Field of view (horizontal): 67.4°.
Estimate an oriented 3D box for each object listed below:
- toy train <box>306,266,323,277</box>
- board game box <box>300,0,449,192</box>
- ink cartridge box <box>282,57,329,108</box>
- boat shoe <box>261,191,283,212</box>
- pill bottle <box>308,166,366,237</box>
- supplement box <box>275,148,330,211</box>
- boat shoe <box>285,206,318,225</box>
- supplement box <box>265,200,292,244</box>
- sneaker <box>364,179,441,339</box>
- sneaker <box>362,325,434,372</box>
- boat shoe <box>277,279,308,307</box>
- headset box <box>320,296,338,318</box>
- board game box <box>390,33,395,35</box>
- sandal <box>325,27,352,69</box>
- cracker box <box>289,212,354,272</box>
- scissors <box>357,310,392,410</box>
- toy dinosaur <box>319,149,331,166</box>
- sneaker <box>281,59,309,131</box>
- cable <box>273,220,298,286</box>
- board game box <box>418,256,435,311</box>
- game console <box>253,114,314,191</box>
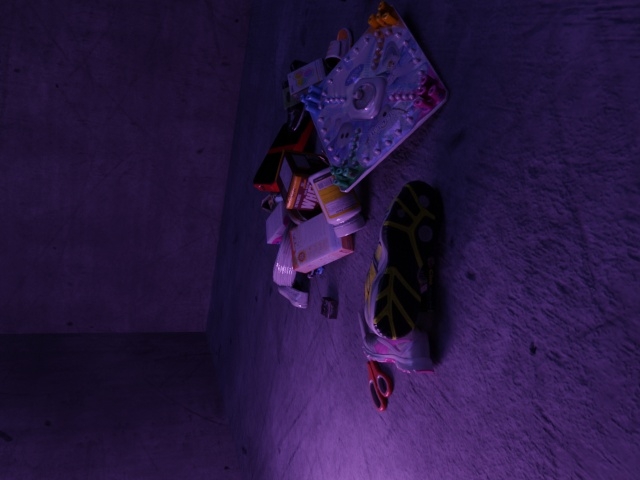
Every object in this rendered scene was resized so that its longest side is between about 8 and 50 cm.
[{"bbox_3d":[-0.026,0.044,1.782,0.105,0.080,0.184,-126,44,-65],"label":"toy train"},{"bbox_3d":[0.119,-0.398,1.331,0.390,0.050,0.390,-41,53,33],"label":"board game box"},{"bbox_3d":[-0.066,-0.602,1.844,0.209,0.062,0.109,-19,61,19],"label":"ink cartridge box"},{"bbox_3d":[-0.180,-0.168,2.144,0.302,0.103,0.113,158,113,-65],"label":"boat shoe"},{"bbox_3d":[0.055,-0.123,1.478,0.209,0.119,0.119,66,158,-7],"label":"pill bottle"},{"bbox_3d":[-0.038,-0.210,1.701,0.194,0.191,0.129,-113,35,-48],"label":"supplement box"},{"bbox_3d":[-0.071,-0.165,1.869,0.117,0.123,0.324,-66,30,30],"label":"boat shoe"},{"bbox_3d":[-0.150,-0.071,2.047,0.220,0.111,0.114,135,134,-58],"label":"supplement box"},{"bbox_3d":[0.176,0.037,1.151,0.385,0.145,0.147,-71,15,-10],"label":"sneaker"},{"bbox_3d":[0.196,0.254,1.207,0.252,0.102,0.111,-1,81,61],"label":"sneaker"},{"bbox_3d":[-0.104,0.199,1.955,0.227,0.079,0.081,32,106,59],"label":"boat shoe"},{"bbox_3d":[0.032,0.235,1.667,0.083,0.032,0.062,-162,77,-68],"label":"headset box"},{"bbox_3d":[0.208,-0.491,1.359,0.169,0.033,0.133,-48,64,44],"label":"board game box"},{"bbox_3d":[0.058,-0.624,1.690,0.102,0.076,0.266,173,100,-66],"label":"sandal"},{"bbox_3d":[0.000,0.000,1.635,0.232,0.067,0.156,-26,60,38],"label":"cracker box"},{"bbox_3d":[0.140,0.349,1.406,0.297,0.021,0.109,-114,33,-45],"label":"scissors"},{"bbox_3d":[0.079,-0.342,1.549,0.200,0.127,0.296,163,115,-73],"label":"toy dinosaur"},{"bbox_3d":[-0.114,-0.594,1.974,0.107,0.124,0.284,27,100,67],"label":"sneaker"},{"bbox_3d":[-0.115,0.053,1.864,0.257,0.089,0.257,88,-162,-87],"label":"cable"},{"bbox_3d":[0.213,0.117,1.264,0.259,0.030,0.136,167,104,-66],"label":"board game box"},{"bbox_3d":[-0.158,-0.371,2.074,0.342,0.060,0.386,-62,24,-5],"label":"game console"}]
